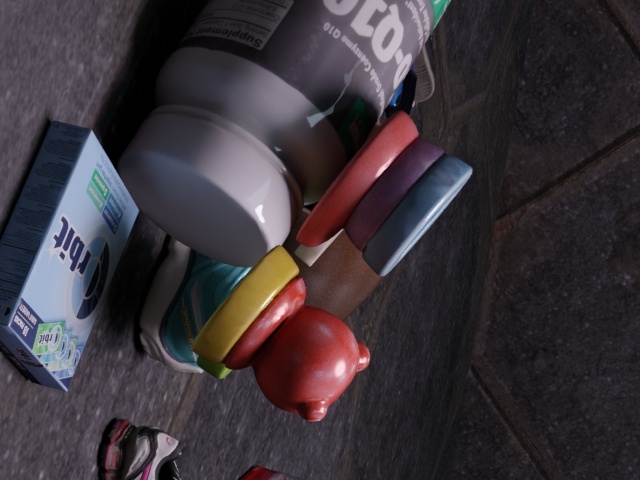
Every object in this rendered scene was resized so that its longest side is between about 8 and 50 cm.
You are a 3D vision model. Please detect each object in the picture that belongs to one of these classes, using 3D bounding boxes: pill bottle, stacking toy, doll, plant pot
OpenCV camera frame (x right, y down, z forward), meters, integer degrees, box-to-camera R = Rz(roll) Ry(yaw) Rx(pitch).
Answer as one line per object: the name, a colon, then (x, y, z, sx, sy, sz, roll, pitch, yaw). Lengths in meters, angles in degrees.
pill bottle: (-0.032, -0.165, 1.554, 0.361, 0.204, 0.204, -59, 158, -24)
stacking toy: (0.019, 0.046, 1.503, 0.309, 0.130, 0.279, -48, 176, -19)
doll: (0.106, -0.212, 2.129, 0.129, 0.046, 0.189, 64, 30, -64)
plant pot: (0.000, 0.000, 1.902, 0.215, 0.215, 0.230, -57, 170, -51)

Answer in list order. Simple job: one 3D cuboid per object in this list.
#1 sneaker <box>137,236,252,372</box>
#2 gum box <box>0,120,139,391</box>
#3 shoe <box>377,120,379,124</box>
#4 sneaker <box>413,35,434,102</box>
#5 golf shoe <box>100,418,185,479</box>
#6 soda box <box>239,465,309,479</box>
sneaker: (-0.098, 0.011, 1.683, 0.107, 0.110, 0.275, 61, 43, -68)
gum box: (-0.223, 0.016, 1.374, 0.157, 0.041, 0.184, 70, 37, -63)
shoe: (0.044, -0.189, 2.113, 0.081, 0.063, 0.178, -3, 100, -72)
sneaker: (0.112, -0.312, 2.256, 0.118, 0.083, 0.222, -88, 169, -45)
golf shoe: (-0.180, 0.272, 1.654, 0.067, 0.086, 0.186, -59, 157, -52)
soda box: (-0.083, 0.441, 2.127, 0.092, 0.083, 0.263, -29, 131, -68)
